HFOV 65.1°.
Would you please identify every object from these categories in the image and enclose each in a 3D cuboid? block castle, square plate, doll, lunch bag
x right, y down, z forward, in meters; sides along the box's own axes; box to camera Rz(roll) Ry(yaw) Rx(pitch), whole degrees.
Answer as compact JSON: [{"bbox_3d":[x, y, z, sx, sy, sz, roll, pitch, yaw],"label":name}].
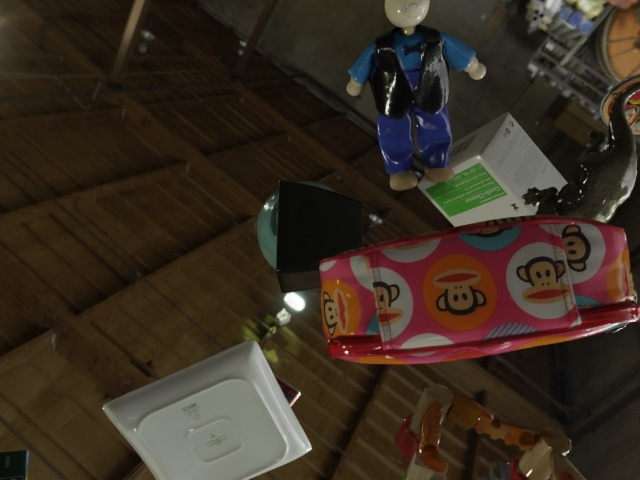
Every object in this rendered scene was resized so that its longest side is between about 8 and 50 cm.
[{"bbox_3d":[0.245,0.485,0.793,0.302,0.213,0.453,18,-147,8],"label":"block castle"},{"bbox_3d":[-0.232,0.421,1.092,0.049,0.347,0.344,-119,6,-66],"label":"square plate"},{"bbox_3d":[0.090,-0.141,0.468,0.129,0.189,0.046,-10,-143,7],"label":"doll"},{"bbox_3d":[0.150,0.059,0.550,0.258,0.292,0.120,44,-142,-78],"label":"lunch bag"}]

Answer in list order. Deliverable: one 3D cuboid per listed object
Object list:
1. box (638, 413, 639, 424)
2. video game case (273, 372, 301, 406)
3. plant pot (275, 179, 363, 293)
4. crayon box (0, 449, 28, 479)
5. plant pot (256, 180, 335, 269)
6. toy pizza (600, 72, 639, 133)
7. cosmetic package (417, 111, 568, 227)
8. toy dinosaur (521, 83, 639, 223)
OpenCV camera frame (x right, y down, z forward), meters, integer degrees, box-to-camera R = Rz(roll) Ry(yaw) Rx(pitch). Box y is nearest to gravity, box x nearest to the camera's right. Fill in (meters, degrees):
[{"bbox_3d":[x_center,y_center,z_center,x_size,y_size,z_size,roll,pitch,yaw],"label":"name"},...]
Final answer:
[{"bbox_3d":[0.742,0.265,0.905,0.318,0.395,0.097,49,158,-24],"label":"box"},{"bbox_3d":[-0.224,0.523,1.523,0.204,0.025,0.285,24,-122,34],"label":"video game case"},{"bbox_3d":[0.000,0.000,1.019,0.166,0.188,0.188,1,-108,-1],"label":"plant pot"},{"bbox_3d":[-0.555,0.546,0.843,0.083,0.323,0.203,8,-152,-32],"label":"crayon box"},{"bbox_3d":[-0.047,-0.042,1.418,0.293,0.293,0.196,38,175,6],"label":"plant pot"},{"bbox_3d":[0.814,-0.334,1.254,0.201,0.201,0.032,27,-122,-15],"label":"toy pizza"},{"bbox_3d":[0.414,-0.062,1.065,0.365,0.197,0.155,45,-120,-10],"label":"cosmetic package"},{"bbox_3d":[0.376,-0.065,0.704,0.121,0.313,0.160,36,-153,-7],"label":"toy dinosaur"}]
